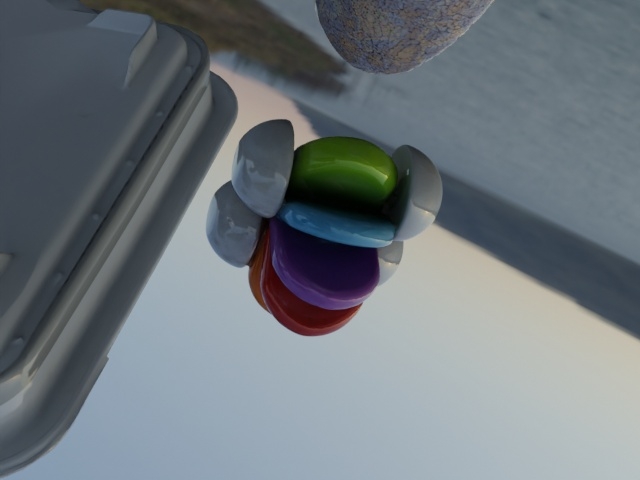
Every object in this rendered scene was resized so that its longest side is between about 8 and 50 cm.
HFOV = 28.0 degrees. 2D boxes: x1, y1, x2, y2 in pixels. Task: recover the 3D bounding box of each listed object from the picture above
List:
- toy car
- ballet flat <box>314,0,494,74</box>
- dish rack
[{"bbox_3d":[0.000,0.000,0.987,0.159,0.136,0.182,12,145,-15],"label":"toy car"},{"bbox_3d":[0.060,-0.193,0.444,0.107,0.316,0.106,45,-149,24],"label":"ballet flat"},{"bbox_3d":[-0.217,-0.041,0.672,0.286,0.072,0.333,11,-137,12],"label":"dish rack"}]
